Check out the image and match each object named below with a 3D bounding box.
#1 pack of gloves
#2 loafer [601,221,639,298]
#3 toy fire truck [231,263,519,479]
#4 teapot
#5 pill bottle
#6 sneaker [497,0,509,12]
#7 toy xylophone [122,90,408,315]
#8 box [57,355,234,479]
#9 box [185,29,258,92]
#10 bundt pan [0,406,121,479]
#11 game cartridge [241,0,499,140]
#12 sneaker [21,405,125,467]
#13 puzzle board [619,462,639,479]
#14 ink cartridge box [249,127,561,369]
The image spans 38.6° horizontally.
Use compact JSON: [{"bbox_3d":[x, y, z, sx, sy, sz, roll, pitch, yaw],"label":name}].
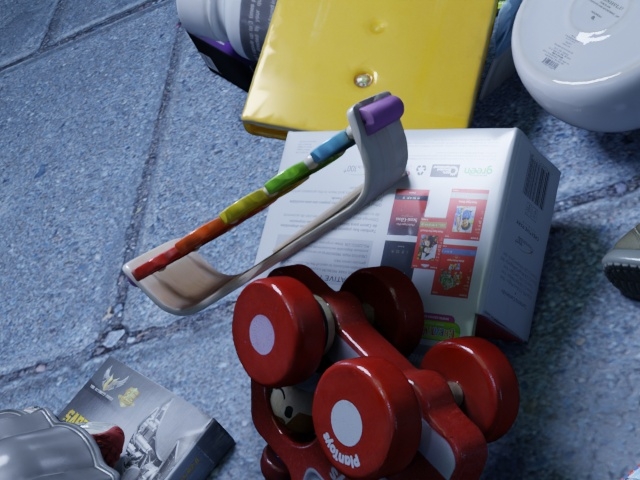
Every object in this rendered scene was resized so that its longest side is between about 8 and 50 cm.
[{"bbox_3d":[0.281,-0.318,1.211,0.195,0.232,0.046,-40,71,-16],"label":"pack of gloves"},{"bbox_3d":[0.401,0.017,0.883,0.251,0.094,0.087,11,61,41],"label":"loafer"},{"bbox_3d":[0.022,0.174,0.861,0.302,0.169,0.254,40,121,38],"label":"toy fire truck"},{"bbox_3d":[0.366,-0.221,1.080,0.252,0.187,0.256,-11,58,34],"label":"teapot"},{"bbox_3d":[-0.017,-0.350,1.358,0.361,0.204,0.204,17,57,14],"label":"pill bottle"},{"bbox_3d":[0.345,-0.488,1.414,0.111,0.121,0.300,22,64,45],"label":"sneaker"},{"bbox_3d":[-0.038,-0.031,0.918,0.323,0.081,0.236,-32,2,18],"label":"toy xylophone"},{"bbox_3d":[-0.240,0.257,1.101,0.231,0.056,0.183,20,63,44],"label":"box"},{"bbox_3d":[-0.092,-0.356,1.595,0.184,0.103,0.261,-40,40,-11],"label":"box"},{"bbox_3d":[-0.353,0.336,0.930,0.331,0.124,0.331,-5,79,28],"label":"bundt pan"},{"bbox_3d":[0.076,-0.264,1.182,0.285,0.052,0.323,12,71,12],"label":"game cartridge"},{"bbox_3d":[-0.326,0.232,1.072,0.225,0.088,0.093,-10,40,24],"label":"sneaker"},{"bbox_3d":[0.317,0.221,0.797,0.128,0.011,0.096,-37,40,-6],"label":"puzzle board"},{"bbox_3d":[0.083,0.021,1.040,0.309,0.130,0.272,5,74,37],"label":"ink cartridge box"}]
